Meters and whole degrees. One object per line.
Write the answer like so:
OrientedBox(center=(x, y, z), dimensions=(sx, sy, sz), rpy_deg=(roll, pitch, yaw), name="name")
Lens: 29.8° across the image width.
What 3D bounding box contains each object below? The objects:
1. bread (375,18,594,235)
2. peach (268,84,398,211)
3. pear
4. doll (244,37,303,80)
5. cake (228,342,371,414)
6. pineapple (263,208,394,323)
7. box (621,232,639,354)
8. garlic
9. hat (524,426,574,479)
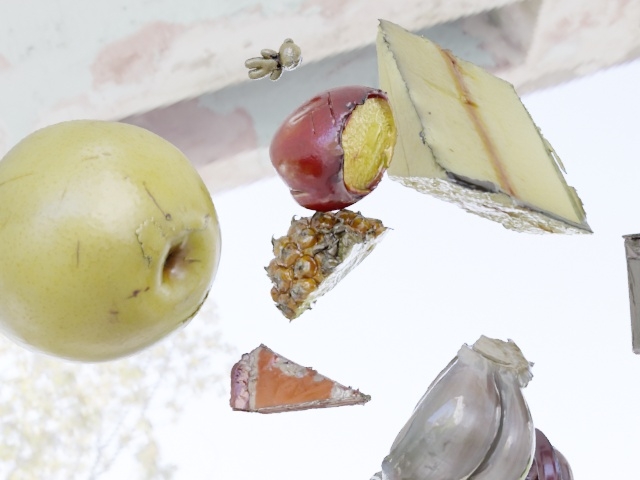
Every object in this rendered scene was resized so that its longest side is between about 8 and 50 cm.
OrientedBox(center=(0.293, -0.215, 2.191), dimensions=(0.345, 0.405, 0.242), rpy_deg=(8, -11, -25), name="bread")
OrientedBox(center=(0.032, -0.155, 1.985), dimensions=(0.226, 0.190, 0.196), rpy_deg=(-32, 5, 5), name="peach")
OrientedBox(center=(-0.309, 0.003, 1.645), dimensions=(0.348, 0.348, 0.348), rpy_deg=(-22, -26, -11), name="pear")
OrientedBox(center=(-0.077, -0.301, 2.028), dimensions=(0.093, 0.051, 0.062), rpy_deg=(-9, -54, 18), name="doll")
OrientedBox(center=(-0.037, 0.258, 2.187), dimensions=(0.287, 0.135, 0.098), rpy_deg=(2, -28, 20), name="cake")
OrientedBox(center=(-0.004, 0.004, 2.025), dimensions=(0.250, 0.140, 0.164), rpy_deg=(-42, -10, -7), name="pineapple")
OrientedBox(center=(0.640, 0.072, 1.799), dimensions=(0.297, 0.191, 0.225), rpy_deg=(-1, -6, -27), name="box")
OrientedBox(center=(0.168, 0.250, 1.600), dimensions=(0.210, 0.237, 0.292), rpy_deg=(30, -88, -27), name="garlic")
OrientedBox(center=(0.425, 0.453, 2.264), dimensions=(0.089, 0.205, 0.205), rpy_deg=(0, -32, -12), name="hat")
